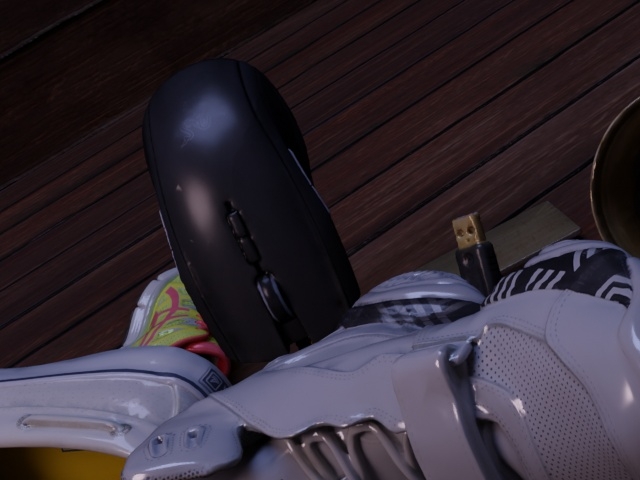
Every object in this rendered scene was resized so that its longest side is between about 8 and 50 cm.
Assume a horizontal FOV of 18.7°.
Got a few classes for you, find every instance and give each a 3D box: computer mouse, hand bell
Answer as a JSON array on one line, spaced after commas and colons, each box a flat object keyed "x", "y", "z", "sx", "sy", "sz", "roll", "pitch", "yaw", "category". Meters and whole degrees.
[{"x": 0.000, "y": 0.000, "z": 1.119, "sx": 0.184, "sy": 0.262, "sz": 0.060, "roll": -19, "pitch": -10, "yaw": 11, "category": "computer mouse"}, {"x": 0.233, "y": -0.044, "z": 1.190, "sx": 0.126, "sy": 0.126, "sz": 0.242, "roll": -24, "pitch": 2, "yaw": 13, "category": "hand bell"}]

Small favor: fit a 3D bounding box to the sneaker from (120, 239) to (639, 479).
[{"x": 0.041, "y": 0.109, "z": 0.888, "sx": 0.210, "sy": 0.137, "sz": 0.366, "roll": -33, "pitch": 9, "yaw": -18, "category": "sneaker"}]

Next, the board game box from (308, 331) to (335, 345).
[{"x": -0.016, "y": 0.015, "z": 1.256, "sx": 0.048, "sy": 0.170, "sz": 0.141, "roll": -29, "pitch": 14, "yaw": -2, "category": "board game box"}]

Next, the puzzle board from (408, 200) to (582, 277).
[{"x": 0.114, "y": 0.015, "z": 1.350, "sx": 0.128, "sy": 0.011, "sz": 0.096, "roll": -28, "pitch": 15, "yaw": 0, "category": "puzzle board"}]

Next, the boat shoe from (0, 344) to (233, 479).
[{"x": -0.231, "y": 0.171, "z": 1.223, "sx": 0.367, "sy": 0.136, "sz": 0.156, "roll": -10, "pitch": 23, "yaw": 24, "category": "boat shoe"}]

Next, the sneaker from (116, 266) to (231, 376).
[{"x": -0.094, "y": 0.083, "z": 1.382, "sx": 0.094, "sy": 0.081, "sz": 0.208, "roll": -10, "pitch": 27, "yaw": 32, "category": "sneaker"}]
